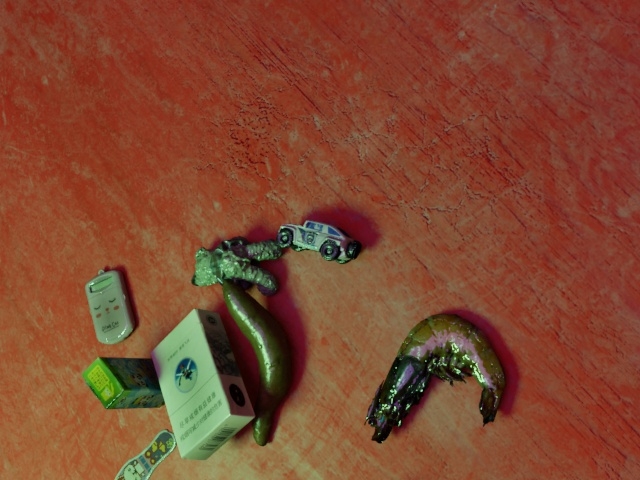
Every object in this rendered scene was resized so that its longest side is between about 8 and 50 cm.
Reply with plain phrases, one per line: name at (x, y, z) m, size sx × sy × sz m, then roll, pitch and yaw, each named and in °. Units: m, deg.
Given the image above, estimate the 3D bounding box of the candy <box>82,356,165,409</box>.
candy at (-0.393, 0.294, 1.815) m, size 0.062 × 0.194 × 0.097 m, roll -48°, pitch 67°, yaw 10°

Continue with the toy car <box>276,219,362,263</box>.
toy car at (0.000, 0.000, 1.744) m, size 0.171 × 0.080 × 0.070 m, roll 15°, pitch 89°, yaw 25°

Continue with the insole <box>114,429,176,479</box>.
insole at (-0.378, 0.481, 1.888) m, size 0.197 × 0.004 × 0.065 m, roll -45°, pitch 68°, yaw 13°

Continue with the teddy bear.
teddy bear at (-0.190, 0.055, 1.805) m, size 0.213 × 0.111 × 0.133 m, roll -2°, pitch 78°, yaw 22°

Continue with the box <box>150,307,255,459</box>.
box at (-0.241, 0.288, 1.767) m, size 0.164 × 0.069 × 0.256 m, roll -44°, pitch 51°, yaw 25°

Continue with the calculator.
calculator at (-0.470, 0.145, 1.960) m, size 0.100 × 0.032 × 0.174 m, roll -24°, pitch 73°, yaw 20°

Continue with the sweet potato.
sweet potato at (-0.111, 0.237, 1.761) m, size 0.109 × 0.079 × 0.345 m, roll -10°, pitch 92°, yaw 15°

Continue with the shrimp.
shrimp at (0.215, 0.284, 1.624) m, size 0.222 × 0.054 × 0.290 m, roll 38°, pitch 95°, yaw 23°
